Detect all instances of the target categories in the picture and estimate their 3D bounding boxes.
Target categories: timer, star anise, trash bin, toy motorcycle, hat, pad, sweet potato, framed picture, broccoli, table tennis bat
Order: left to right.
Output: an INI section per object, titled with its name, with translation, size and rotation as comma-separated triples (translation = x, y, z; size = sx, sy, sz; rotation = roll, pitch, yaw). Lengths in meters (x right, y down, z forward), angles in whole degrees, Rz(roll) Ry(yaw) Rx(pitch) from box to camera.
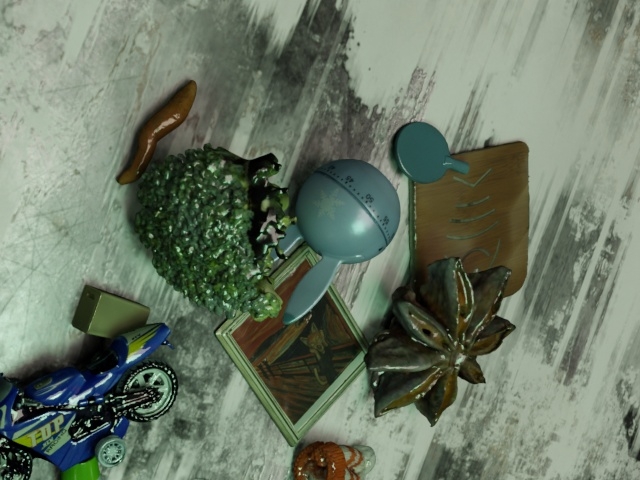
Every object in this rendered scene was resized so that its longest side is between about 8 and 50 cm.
[toy motorcycle]
translation = -0.329, 0.216, 1.617
size = 0.315, 0.113, 0.169
rotation = -28, 119, -24
[trash bin]
translation = -0.284, 0.104, 1.673
size = 0.092, 0.043, 0.061
rotation = 20, 88, -42
[sweet potato]
translation = -0.221, -0.150, 1.663
size = 0.044, 0.044, 0.179
rotation = 46, 71, -38
[broccoli]
translation = -0.110, -0.027, 1.683
size = 0.263, 0.247, 0.243
rotation = 48, 27, 1
[framed picture]
translation = -0.030, 0.166, 1.919
size = 0.216, 0.016, 0.273
rotation = -46, 126, -21
[timer]
translation = 0.013, -0.004, 1.835
size = 0.175, 0.175, 0.255
rotation = 29, 102, -41
[hat]
translation = 0.037, 0.367, 1.982
size = 0.162, 0.093, 0.112
rotation = 0, 113, -45
[table tennis bat]
translation = 0.182, -0.138, 1.997
size = 0.155, 0.019, 0.100
rotation = 15, 77, -33
[star anise]
translation = 0.193, 0.162, 2.023
size = 0.331, 0.117, 0.332
rotation = -26, 132, -32
[pad]
translation = 0.262, -0.016, 2.111
size = 0.286, 0.018, 0.284
rotation = -13, 109, -36

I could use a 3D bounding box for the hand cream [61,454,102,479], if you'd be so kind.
[hand cream]
translation = -0.332, 0.421, 1.723
size = 0.079, 0.050, 0.275
rotation = -5, 112, -11
